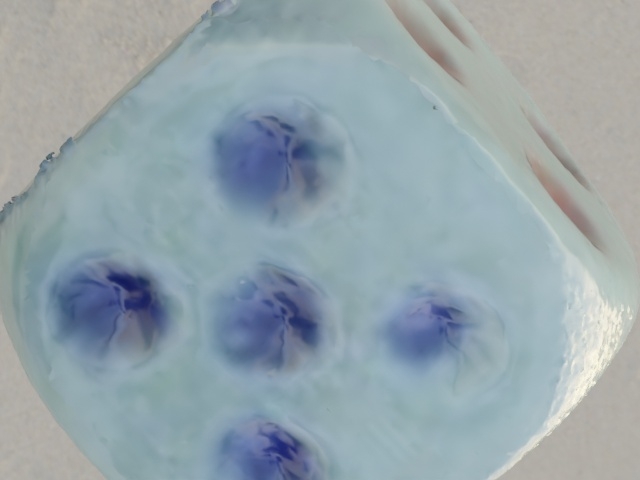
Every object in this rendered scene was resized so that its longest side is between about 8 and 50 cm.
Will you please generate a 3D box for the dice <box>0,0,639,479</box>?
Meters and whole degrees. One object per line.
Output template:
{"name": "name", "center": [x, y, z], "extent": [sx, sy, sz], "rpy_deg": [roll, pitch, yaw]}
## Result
{"name": "dice", "center": [0.000, 0.000, 0.649], "extent": [0.265, 0.268, 0.262], "rpy_deg": [-39, 99, 18]}
